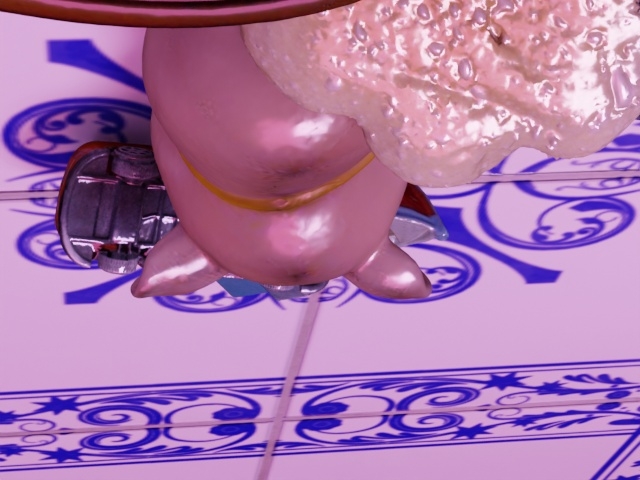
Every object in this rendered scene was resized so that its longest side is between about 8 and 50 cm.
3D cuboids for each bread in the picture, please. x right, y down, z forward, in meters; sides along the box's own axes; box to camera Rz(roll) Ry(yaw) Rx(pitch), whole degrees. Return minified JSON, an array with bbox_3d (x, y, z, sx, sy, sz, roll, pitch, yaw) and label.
[{"bbox_3d":[0.047,-0.129,0.691,0.182,0.039,0.251,-9,122,3],"label":"bread"}]

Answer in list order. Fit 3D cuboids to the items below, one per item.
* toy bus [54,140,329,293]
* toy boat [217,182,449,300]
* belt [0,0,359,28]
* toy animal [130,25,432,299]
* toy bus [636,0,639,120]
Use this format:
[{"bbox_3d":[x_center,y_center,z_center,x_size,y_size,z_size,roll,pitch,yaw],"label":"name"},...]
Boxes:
[{"bbox_3d":[-0.077,-0.019,0.999,0.174,0.079,0.077,6,-165,-20],"label":"toy bus"},{"bbox_3d":[0.000,0.000,1.097,0.173,0.059,0.069,-12,156,13],"label":"toy boat"},{"bbox_3d":[-0.085,-0.189,0.530,0.339,0.122,0.217,10,138,-18],"label":"belt"},{"bbox_3d":[-0.016,-0.070,0.848,0.165,0.149,0.248,8,145,7],"label":"toy animal"},{"bbox_3d":[0.161,-0.109,0.867,0.065,0.047,0.166,13,169,12],"label":"toy bus"}]
